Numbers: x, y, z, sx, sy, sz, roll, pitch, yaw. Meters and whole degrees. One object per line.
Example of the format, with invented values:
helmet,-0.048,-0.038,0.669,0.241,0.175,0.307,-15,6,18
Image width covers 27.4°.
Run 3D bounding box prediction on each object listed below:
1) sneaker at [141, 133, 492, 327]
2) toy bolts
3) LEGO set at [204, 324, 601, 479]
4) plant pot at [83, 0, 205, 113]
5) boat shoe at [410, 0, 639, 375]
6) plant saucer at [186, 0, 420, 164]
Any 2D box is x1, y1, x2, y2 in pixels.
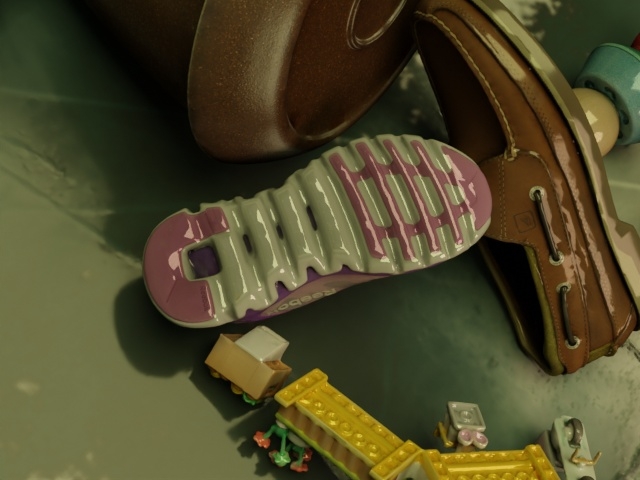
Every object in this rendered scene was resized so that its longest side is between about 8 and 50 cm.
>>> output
sneaker,0.000,0.000,0.896,0.236,0.104,0.095,-17,75,1
toy bolts,0.284,-0.077,0.993,0.158,0.218,0.228,-35,67,-18
LEGO set,0.048,0.163,0.901,0.287,0.107,0.132,15,34,-8
plant pot,-0.102,-0.226,0.919,0.230,0.215,0.215,37,64,16
boat shoe,0.138,-0.037,0.929,0.104,0.111,0.307,-35,106,-9
plant saucer,0.027,-0.175,0.870,0.050,0.310,0.310,33,64,18
